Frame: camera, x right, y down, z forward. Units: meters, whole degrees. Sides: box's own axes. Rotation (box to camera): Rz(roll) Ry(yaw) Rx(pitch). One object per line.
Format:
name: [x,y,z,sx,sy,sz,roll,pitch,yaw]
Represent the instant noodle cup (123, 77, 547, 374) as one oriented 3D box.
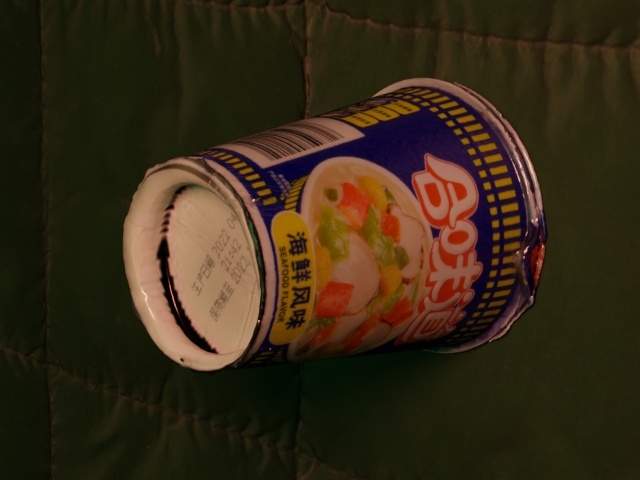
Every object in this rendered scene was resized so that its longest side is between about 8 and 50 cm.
instant noodle cup: [0.000,0.000,1.721,0.284,0.312,0.284,13,108,45]
